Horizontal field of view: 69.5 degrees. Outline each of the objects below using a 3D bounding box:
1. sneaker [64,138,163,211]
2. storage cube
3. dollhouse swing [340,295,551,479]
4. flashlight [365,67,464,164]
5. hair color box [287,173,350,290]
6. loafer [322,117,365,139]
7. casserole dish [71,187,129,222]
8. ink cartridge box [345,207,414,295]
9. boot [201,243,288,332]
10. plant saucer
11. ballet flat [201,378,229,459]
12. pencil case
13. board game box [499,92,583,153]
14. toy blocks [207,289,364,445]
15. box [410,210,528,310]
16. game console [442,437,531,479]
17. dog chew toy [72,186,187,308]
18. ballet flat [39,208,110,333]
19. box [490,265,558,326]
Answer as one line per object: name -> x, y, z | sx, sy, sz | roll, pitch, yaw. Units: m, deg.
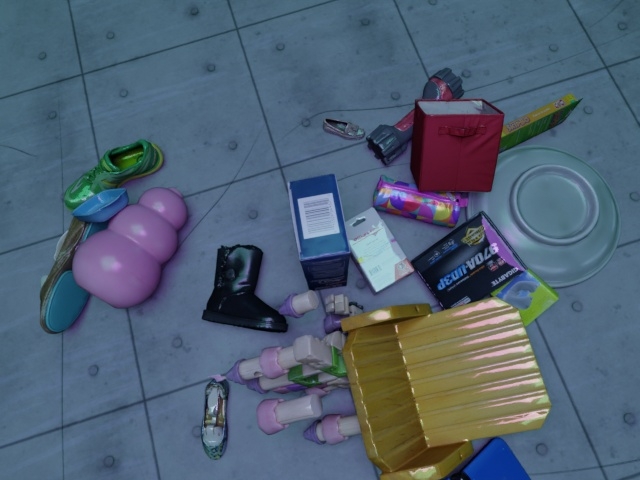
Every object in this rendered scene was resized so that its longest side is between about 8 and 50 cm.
sneaker -> -0.581, -0.191, 1.265 | 0.295, 0.123, 0.109 | -36, 76, -7
storage cube -> 0.331, -0.242, 1.162 | 0.183, 0.215, 0.193 | 0, 118, 3
dollhouse swing -> 0.276, 0.295, 0.986 | 0.304, 0.315, 0.347 | -23, 72, 32
flashlight -> 0.259, -0.351, 1.285 | 0.304, 0.103, 0.103 | -39, 50, -7
hair color box -> 0.000, 0.000, 1.065 | 0.105, 0.347, 0.174 | -9, 73, 0
loafer -> 0.066, -0.320, 1.313 | 0.125, 0.039, 0.045 | 14, 74, 7
casserole dish -> -0.545, -0.084, 1.150 | 0.188, 0.037, 0.114 | 2, 41, 44
ink cartridge box -> 0.139, 0.027, 1.197 | 0.115, 0.067, 0.198 | -28, 76, -6
boot -> -0.176, 0.114, 1.151 | 0.246, 0.094, 0.207 | 4, 75, 28
plant saucer -> 0.587, -0.081, 1.190 | 0.399, 0.100, 0.401 | -1, 75, 3
ballet flat -> -0.257, 0.426, 1.104 | 0.070, 0.070, 0.189 | -3, 74, 2
pencil case -> 0.257, -0.104, 1.213 | 0.236, 0.104, 0.105 | 12, 75, 7
board game box -> 0.566, -0.308, 1.242 | 0.259, 0.124, 0.039 | -23, 73, -4
toy blocks -> -0.056, 0.288, 1.038 | 0.259, 0.288, 0.309 | -24, 53, 27
box -> 0.361, 0.060, 1.138 | 0.220, 0.051, 0.175 | -38, 75, 21
game console -> 0.371, 0.645, 1.030 | 0.250, 0.173, 0.293 | -21, 72, -36
dog chew toy -> -0.463, 0.003, 1.172 | 0.206, 0.207, 0.332 | 26, 69, 10
ballet flat -> -0.661, 0.069, 1.211 | 0.124, 0.116, 0.343 | 6, 73, 25
box -> 0.480, 0.111, 1.145 | 0.178, 0.042, 0.109 | 44, 115, 13
